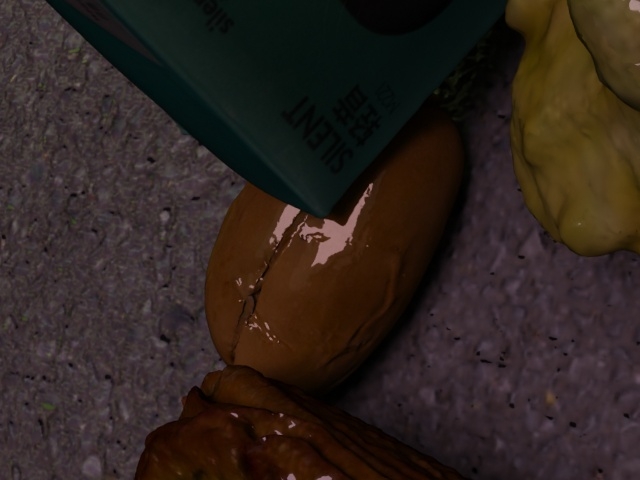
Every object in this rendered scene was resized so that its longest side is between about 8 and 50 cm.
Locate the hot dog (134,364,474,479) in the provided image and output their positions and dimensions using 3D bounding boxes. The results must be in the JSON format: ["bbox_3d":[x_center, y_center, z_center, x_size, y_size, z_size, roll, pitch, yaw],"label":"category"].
[{"bbox_3d":[0.022,0.167,0.487,0.272,0.122,0.196,27,120,37],"label":"hot dog"}]

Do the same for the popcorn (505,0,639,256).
[{"bbox_3d":[0.179,-0.106,0.390,0.215,0.252,0.286,19,95,-3],"label":"popcorn"}]

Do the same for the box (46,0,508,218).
[{"bbox_3d":[0.023,-0.185,0.484,0.311,0.205,0.118,-48,52,-2],"label":"box"}]

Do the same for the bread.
[{"bbox_3d":[0.000,0.000,0.581,0.114,0.077,0.189,42,107,40],"label":"bread"}]
